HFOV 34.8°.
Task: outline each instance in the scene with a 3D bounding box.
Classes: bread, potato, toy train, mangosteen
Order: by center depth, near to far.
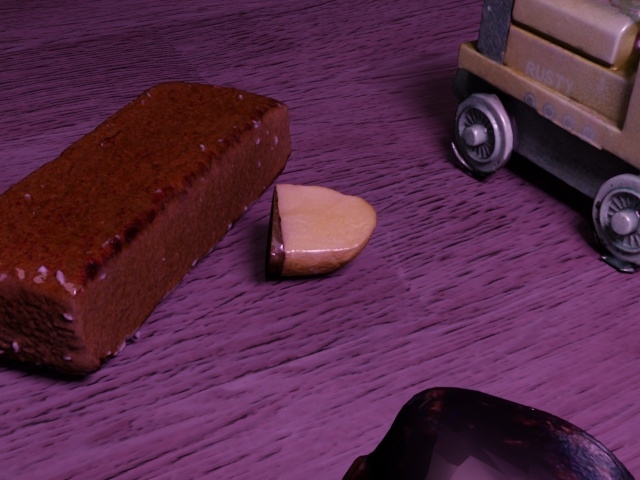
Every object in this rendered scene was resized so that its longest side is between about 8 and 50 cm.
[{"bbox_3d":[0.107,0.207,0.577,0.243,0.243,0.243,1,35,-1],"label":"mangosteen"},{"bbox_3d":[0.000,0.000,0.989,0.103,0.066,0.096,5,49,-3],"label":"potato"},{"bbox_3d":[-0.181,-0.034,0.990,0.165,0.113,0.416,15,36,18],"label":"bread"},{"bbox_3d":[0.292,-0.148,1.053,0.160,0.253,0.397,-20,41,-30],"label":"toy train"}]
